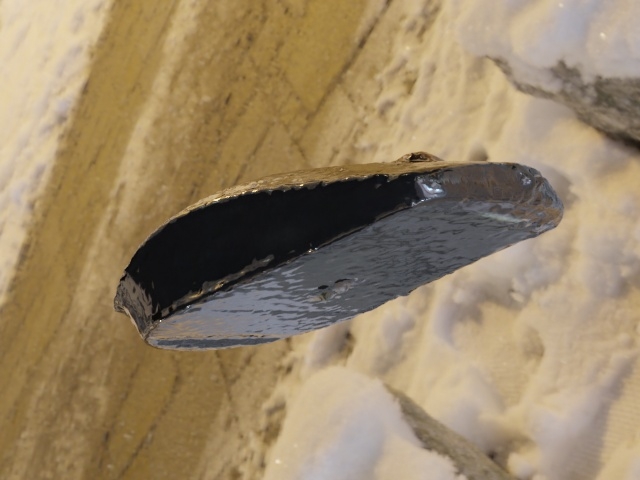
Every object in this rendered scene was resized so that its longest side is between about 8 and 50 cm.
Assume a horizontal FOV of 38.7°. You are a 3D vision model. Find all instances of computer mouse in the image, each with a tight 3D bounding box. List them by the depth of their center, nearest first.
[{"bbox_3d":[-0.002,-0.005,0.560,0.295,0.168,0.087,-24,71,35],"label":"computer mouse"}]
